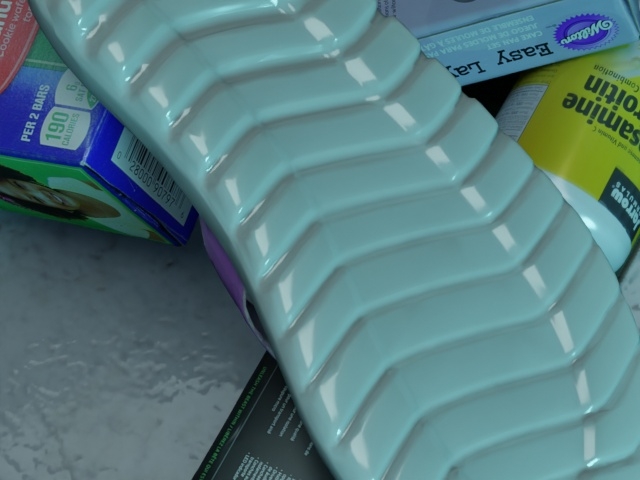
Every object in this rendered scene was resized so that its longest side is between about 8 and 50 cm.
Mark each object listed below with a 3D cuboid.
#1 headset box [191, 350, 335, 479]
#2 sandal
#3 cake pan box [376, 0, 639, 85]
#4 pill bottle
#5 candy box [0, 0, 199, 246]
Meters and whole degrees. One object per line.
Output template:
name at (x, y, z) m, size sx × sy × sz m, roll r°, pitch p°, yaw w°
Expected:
headset box at (0.078, 0.171, 0.671) m, size 0.283 × 0.131 × 0.246 m, roll 25°, pitch 72°, yaw 12°
sandal at (0.012, -0.007, 0.625) m, size 0.169 × 0.102 × 0.416 m, roll -30°, pitch 82°, yaw -25°
cake pan box at (0.053, -0.212, 0.799) m, size 0.245 × 0.070 × 0.267 m, roll -13°, pitch 61°, yaw 21°
pill bottle at (0.142, -0.042, 0.763) m, size 0.103 × 0.103 × 0.184 m, roll 26°, pitch 73°, yaw 13°
candy box at (-0.187, -0.159, 0.775) m, size 0.317 × 0.122 × 0.268 m, roll 10°, pitch 70°, yaw 27°
